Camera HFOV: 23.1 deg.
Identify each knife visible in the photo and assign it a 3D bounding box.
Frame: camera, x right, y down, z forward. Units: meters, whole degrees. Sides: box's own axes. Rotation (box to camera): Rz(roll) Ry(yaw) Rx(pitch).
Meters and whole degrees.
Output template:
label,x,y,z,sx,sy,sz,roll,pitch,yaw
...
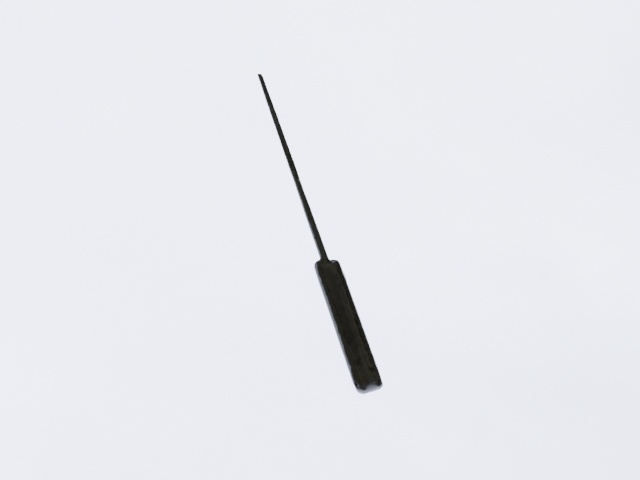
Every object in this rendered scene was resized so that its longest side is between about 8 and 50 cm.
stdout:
label,x,y,z,sx,sy,sz,roll,pitch,yaw
knife,0.000,0.000,1.066,0.019,0.072,0.245,-20,-116,2
